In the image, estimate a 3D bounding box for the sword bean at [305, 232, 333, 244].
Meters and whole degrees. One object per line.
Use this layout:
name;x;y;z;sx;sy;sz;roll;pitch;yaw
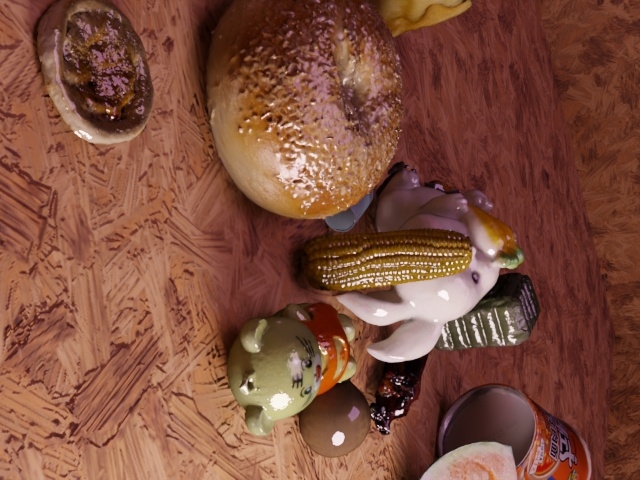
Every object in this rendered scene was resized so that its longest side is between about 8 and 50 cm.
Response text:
sword bean;0.000;0.000;1.216;0.083;0.012;0.012;-19;100;-65

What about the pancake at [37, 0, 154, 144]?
pancake;-0.211;-0.164;0.821;0.151;0.025;0.151;30;55;-57

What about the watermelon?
watermelon;0.193;0.471;1.353;0.322;0.175;0.188;-58;172;-28

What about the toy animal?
toy animal;0.164;0.025;1.307;0.183;0.247;0.310;45;26;-27

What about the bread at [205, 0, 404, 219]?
bread;-0.005;-0.177;1.045;0.305;0.159;0.305;-2;93;-45

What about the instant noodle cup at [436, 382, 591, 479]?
instant noodle cup;0.341;0.392;1.559;0.192;0.250;0.250;45;44;-39

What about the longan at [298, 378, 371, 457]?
longan;0.020;0.222;1.098;0.113;0.092;0.113;18;90;-86

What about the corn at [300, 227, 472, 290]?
corn;0.088;0.025;1.158;0.080;0.231;0.080;175;-90;-86

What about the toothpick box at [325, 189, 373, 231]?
toothpick box;0.042;-0.054;1.267;0.083;0.052;0.052;-54;130;-53

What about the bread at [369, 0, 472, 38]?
bread;0.074;-0.377;1.212;0.196;0.252;0.238;52;34;-38

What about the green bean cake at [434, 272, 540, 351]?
green bean cake;0.300;0.133;1.589;0.183;0.185;0.094;-37;111;-62

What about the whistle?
whistle;-0.023;0.137;1.027;0.288;0.106;0.131;-15;103;-63

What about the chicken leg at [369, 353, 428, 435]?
chicken leg;0.132;0.199;1.337;0.063;0.105;0.234;31;45;-6

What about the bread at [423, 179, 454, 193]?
bread;0.230;-0.023;1.628;0.193;0.064;0.193;30;54;-51
